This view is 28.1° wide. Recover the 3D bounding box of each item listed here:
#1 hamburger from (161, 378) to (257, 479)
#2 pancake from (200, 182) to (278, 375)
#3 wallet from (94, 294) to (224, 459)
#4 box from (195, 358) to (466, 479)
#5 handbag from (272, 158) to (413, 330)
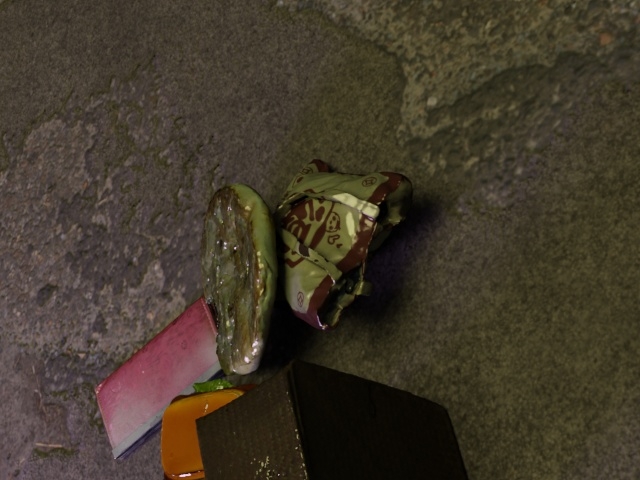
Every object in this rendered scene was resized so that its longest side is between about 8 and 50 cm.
[{"bbox_3d":[-0.121,0.239,1.592,0.165,0.087,0.137,-12,67,34],"label":"hamburger"},{"bbox_3d":[-0.101,0.046,1.584,0.253,0.037,0.254,180,90,-68],"label":"pancake"},{"bbox_3d":[-0.215,0.184,1.729,0.232,0.025,0.119,-40,54,22],"label":"wallet"},{"bbox_3d":[0.021,0.255,1.349,0.143,0.273,0.184,-33,56,30],"label":"box"},{"bbox_3d":[0.000,0.000,1.545,0.213,0.127,0.235,-62,23,-8],"label":"handbag"}]
